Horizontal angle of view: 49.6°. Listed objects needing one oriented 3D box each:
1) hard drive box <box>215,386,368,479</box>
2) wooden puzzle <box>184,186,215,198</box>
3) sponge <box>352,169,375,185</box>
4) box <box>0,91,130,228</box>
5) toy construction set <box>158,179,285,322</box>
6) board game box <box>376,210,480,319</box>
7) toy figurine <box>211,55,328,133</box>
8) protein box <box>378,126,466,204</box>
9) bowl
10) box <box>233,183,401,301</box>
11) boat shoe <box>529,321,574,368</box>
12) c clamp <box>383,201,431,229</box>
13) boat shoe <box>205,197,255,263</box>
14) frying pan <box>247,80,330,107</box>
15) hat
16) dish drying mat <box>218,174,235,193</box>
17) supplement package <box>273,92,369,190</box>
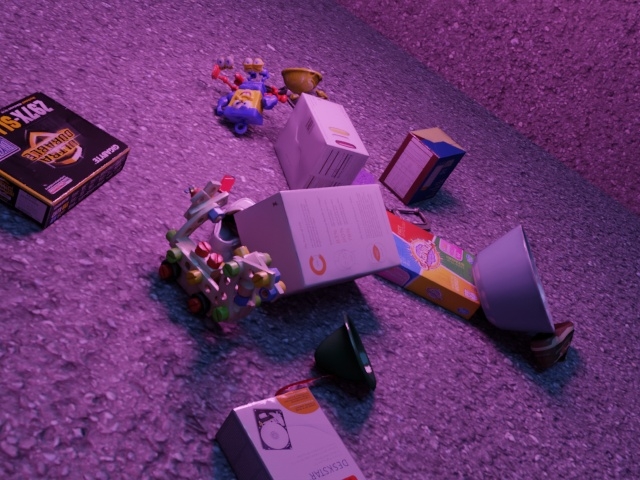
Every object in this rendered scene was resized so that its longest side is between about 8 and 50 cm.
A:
[{"bbox_3d":[-0.045,0.390,1.207,0.181,0.089,0.232,-6,49,-44],"label":"hard drive box"},{"bbox_3d":[-0.301,-0.116,1.740,0.083,0.006,0.049,8,40,-33],"label":"wooden puzzle"},{"bbox_3d":[0.115,-0.161,2.140,0.117,0.031,0.210,23,33,-16],"label":"sponge"},{"bbox_3d":[-0.607,-0.186,1.506,0.257,0.079,0.322,31,32,0],"label":"box"},{"bbox_3d":[-0.214,0.034,1.418,0.151,0.215,0.328,-2,46,-43],"label":"toy construction set"},{"bbox_3d":[0.294,0.064,1.960,0.316,0.064,0.242,26,33,-11],"label":"board game box"},{"bbox_3d":[-0.179,-0.400,2.083,0.362,0.191,0.217,10,68,20],"label":"toy figurine"},{"bbox_3d":[0.336,-0.246,2.283,0.136,0.201,0.199,46,34,20],"label":"protein box"},{"bbox_3d":[0.524,0.125,1.921,0.312,0.163,0.312,54,25,-41],"label":"bowl"},{"bbox_3d":[0.000,0.000,1.622,0.345,0.168,0.215,-9,81,-47],"label":"box"},{"bbox_3d":[0.659,0.299,1.961,0.257,0.095,0.095,-13,87,-52],"label":"boat shoe"},{"bbox_3d":[0.275,-0.084,2.182,0.160,0.022,0.137,7,40,-34],"label":"c clamp"},{"bbox_3d":[-0.196,-0.037,1.640,0.098,0.096,0.277,29,33,-6],"label":"boat shoe"},{"bbox_3d":[-0.085,-0.518,2.435,0.326,0.053,0.197,31,31,-9],"label":"frying pan"},{"bbox_3d":[0.002,0.264,1.478,0.208,0.183,0.173,60,9,-54],"label":"hat"},{"bbox_3d":[-0.249,-0.147,1.826,0.032,0.008,0.083,29,32,-8],"label":"dish drying mat"},{"bbox_3d":[-0.003,-0.260,2.006,0.145,0.204,0.262,11,37,-31],"label":"supplement package"}]
